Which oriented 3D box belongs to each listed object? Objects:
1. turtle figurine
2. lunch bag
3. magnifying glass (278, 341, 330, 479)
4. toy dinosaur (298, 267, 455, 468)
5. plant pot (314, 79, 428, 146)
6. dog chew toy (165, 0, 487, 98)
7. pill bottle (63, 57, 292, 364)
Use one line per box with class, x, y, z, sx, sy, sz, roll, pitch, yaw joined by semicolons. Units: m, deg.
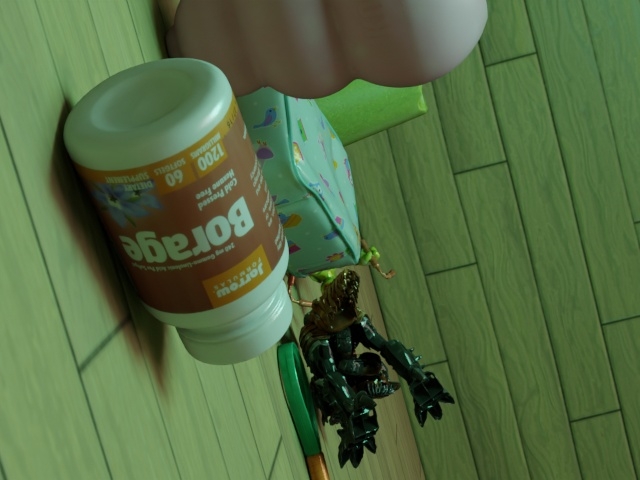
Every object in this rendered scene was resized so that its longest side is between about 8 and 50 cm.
turtle figurine;0.000;0.000;1.706;0.269;0.087;0.217;-11;79;-52
lunch bag;-0.037;-0.093;1.497;0.279;0.108;0.224;55;21;-56
magnifying glass;-0.015;0.239;1.428;0.092;0.026;0.231;11;64;-84
toy dinosaur;0.031;0.157;1.475;0.218;0.164;0.322;50;-2;34
plant pot;0.023;-0.249;1.788;0.276;0.254;0.276;-14;90;-84
dog chew toy;0.000;-0.242;1.215;0.206;0.332;0.206;-14;90;-84
pill bottle;-0.093;-0.014;0.851;0.121;0.121;0.216;-96;169;-52
